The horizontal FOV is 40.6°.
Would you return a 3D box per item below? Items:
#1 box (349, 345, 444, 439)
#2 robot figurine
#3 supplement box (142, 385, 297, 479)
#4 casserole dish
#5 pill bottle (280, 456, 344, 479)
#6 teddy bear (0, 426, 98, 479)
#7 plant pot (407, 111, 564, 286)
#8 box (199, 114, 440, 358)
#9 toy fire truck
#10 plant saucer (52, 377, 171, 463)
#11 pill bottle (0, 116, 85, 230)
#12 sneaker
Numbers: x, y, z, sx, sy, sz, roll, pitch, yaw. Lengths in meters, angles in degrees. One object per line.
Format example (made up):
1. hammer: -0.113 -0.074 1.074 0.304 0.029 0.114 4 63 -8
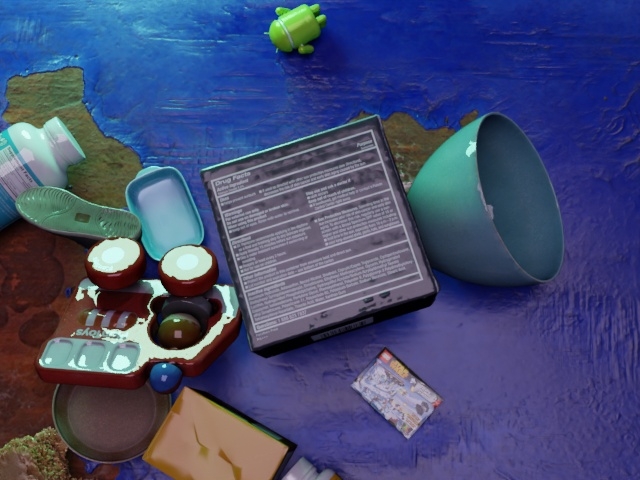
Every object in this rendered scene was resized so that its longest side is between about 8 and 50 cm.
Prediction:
1. box: 0.132 0.263 1.496 0.137 0.027 0.094 42 84 11
2. robot figurine: -0.046 -0.401 1.636 0.115 0.067 0.101 -30 86 -4
3. supplement box: -0.156 0.343 1.406 0.191 0.194 0.129 29 80 9
4. casserole dish: -0.282 -0.046 1.583 0.114 0.037 0.188 -24 78 -3
5. pill bottle: 0.023 0.457 1.411 0.215 0.117 0.117 41 82 10
6. teddy bear: -0.434 0.485 1.443 0.338 0.113 0.245 40 85 4
7. plant pot: 0.254 -0.046 1.458 0.195 0.290 0.290 -20 74 35
8. box: 0.000 0.000 1.369 0.296 0.183 0.294 -17 78 0
9. toy fire truck: -0.284 0.143 1.417 0.302 0.169 0.254 5 44 6
10. plant saucer: -0.358 0.287 1.487 0.199 0.036 0.198 7 63 -13
11. pill bottle: -0.561 -0.114 1.557 0.264 0.146 0.146 -34 78 -6
12. sneaker: -0.425 -0.017 1.528 0.222 0.118 0.083 18 62 -1
